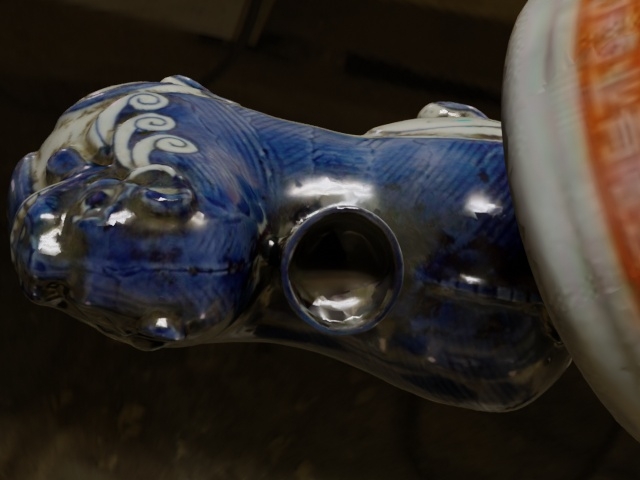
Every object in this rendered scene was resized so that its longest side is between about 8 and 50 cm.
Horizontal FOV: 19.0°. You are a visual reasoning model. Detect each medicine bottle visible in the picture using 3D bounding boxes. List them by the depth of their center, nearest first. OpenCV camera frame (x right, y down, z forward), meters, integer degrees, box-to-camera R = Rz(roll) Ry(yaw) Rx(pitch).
[{"bbox_3d":[0.266,-0.057,0.652,0.371,0.211,0.211,-20,79,33],"label":"medicine bottle"}]

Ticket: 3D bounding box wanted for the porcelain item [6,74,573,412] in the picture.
[{"bbox_3d":[0.000,0.000,0.872,0.288,0.186,0.138,10,98,-6],"label":"porcelain item"}]
